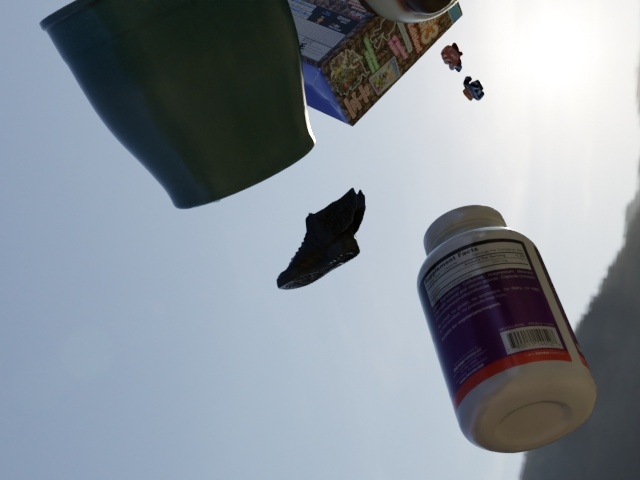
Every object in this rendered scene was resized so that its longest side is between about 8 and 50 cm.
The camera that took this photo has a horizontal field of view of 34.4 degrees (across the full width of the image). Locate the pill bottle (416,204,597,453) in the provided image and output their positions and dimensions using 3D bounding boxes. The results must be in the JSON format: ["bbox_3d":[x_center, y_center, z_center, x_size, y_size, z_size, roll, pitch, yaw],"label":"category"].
[{"bbox_3d":[0.237,0.110,1.394,0.181,0.181,0.323,63,-170,-48],"label":"pill bottle"}]

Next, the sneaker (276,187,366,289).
[{"bbox_3d":[-0.002,0.000,1.473,0.051,0.170,0.089,14,-128,-55],"label":"sneaker"}]

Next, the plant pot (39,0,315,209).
[{"bbox_3d":[-0.136,-0.183,1.168,0.271,0.271,0.255,-41,-69,-52],"label":"plant pot"}]

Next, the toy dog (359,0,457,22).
[{"bbox_3d":[0.204,-0.504,1.563,0.408,0.284,0.395,-42,-56,-11],"label":"toy dog"}]

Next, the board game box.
[{"bbox_3d":[0.051,-0.371,1.764,0.291,0.232,0.141,-46,-43,-13],"label":"board game box"}]

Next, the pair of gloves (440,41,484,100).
[{"bbox_3d":[0.184,-0.216,1.340,0.083,0.010,0.074,55,173,-1],"label":"pair of gloves"}]
